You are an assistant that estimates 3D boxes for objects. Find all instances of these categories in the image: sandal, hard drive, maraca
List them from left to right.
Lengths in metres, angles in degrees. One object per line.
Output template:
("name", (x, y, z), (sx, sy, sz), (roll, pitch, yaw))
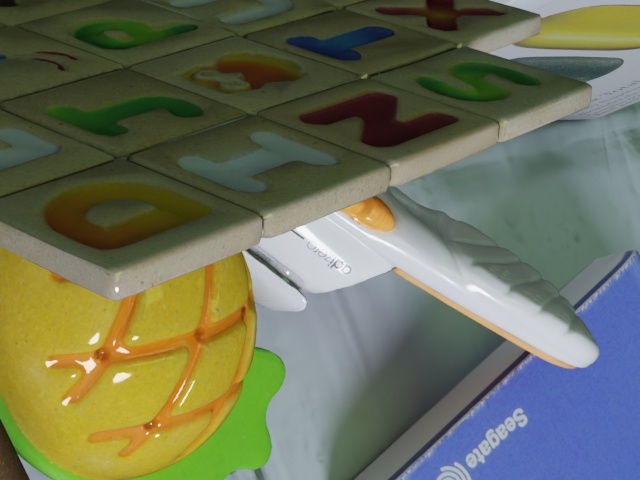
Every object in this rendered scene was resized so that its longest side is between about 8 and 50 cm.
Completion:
("maraca", (-0.071, 0.042, 0.660), (0.127, 0.099, 0.186), (-49, 131, -26))
("sandal", (0.002, 0.004, 0.739), (0.265, 0.076, 0.102), (33, 12, -14))
("hard drive", (0.165, 0.193, 0.828), (0.210, 0.040, 0.319), (-38, 101, -33))

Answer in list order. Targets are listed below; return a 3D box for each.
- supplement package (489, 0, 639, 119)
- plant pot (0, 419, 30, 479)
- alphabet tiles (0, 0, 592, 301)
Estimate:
("supplement package", (0.104, -0.179, 0.838), (0.262, 0.199, 0.198), (-5, 77, -44))
("plant pot", (-0.158, 0.092, 0.521), (0.167, 0.167, 0.165), (-42, 112, -44))
("alphabet tiles", (-0.087, -0.064, 0.587), (0.342, 0.285, 0.011), (-23, 127, -46))
